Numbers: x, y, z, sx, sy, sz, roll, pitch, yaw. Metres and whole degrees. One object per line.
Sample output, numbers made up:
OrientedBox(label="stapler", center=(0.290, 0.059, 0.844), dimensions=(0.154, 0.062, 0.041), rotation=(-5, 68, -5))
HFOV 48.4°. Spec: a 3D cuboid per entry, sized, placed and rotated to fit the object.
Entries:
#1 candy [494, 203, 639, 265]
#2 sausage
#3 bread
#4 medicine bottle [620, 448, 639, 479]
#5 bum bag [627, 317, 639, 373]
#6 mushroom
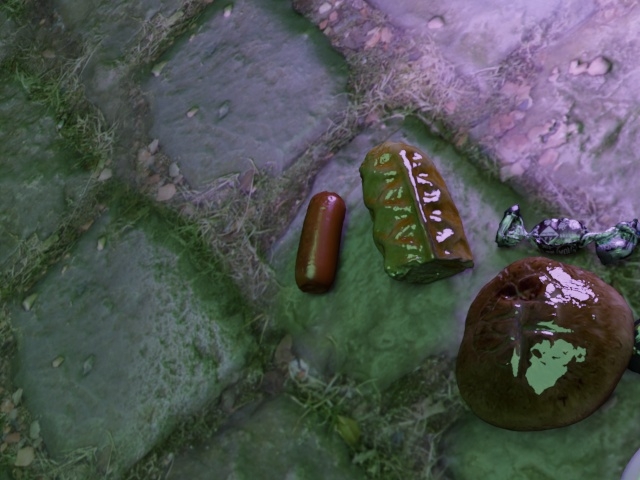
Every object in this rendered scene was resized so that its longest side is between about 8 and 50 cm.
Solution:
OrientedBox(label="candy", center=(0.400, -0.010, 1.156), dimensions=(0.226, 0.051, 0.094), rotation=(5, 62, 24))
OrientedBox(label="sausage", center=(0.000, 0.000, 1.313), dimensions=(0.076, 0.076, 0.198), rotation=(2, 71, 25))
OrientedBox(label="bread", center=(0.156, -0.055, 1.237), dimensions=(0.152, 0.130, 0.268), rotation=(-5, 62, -18))
OrientedBox(label="medicine bottle", center=(0.449, 0.326, 0.805), dimensions=(0.213, 0.378, 0.214), rotation=(-9, 67, 21))
OrientedBox(label="bum bag", center=(0.538, 0.111, 1.038), dimensions=(0.232, 0.060, 0.107), rotation=(-43, 68, 5))
OrientedBox(label="mushroom", center=(0.322, 0.150, 1.067), dimensions=(0.278, 0.146, 0.278), rotation=(-18, 53, 26))
